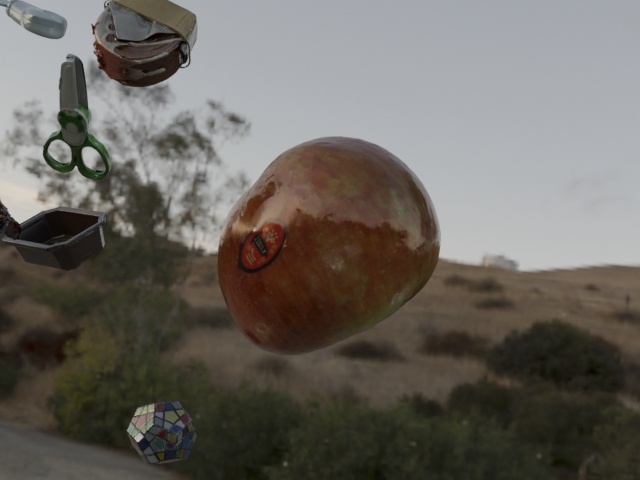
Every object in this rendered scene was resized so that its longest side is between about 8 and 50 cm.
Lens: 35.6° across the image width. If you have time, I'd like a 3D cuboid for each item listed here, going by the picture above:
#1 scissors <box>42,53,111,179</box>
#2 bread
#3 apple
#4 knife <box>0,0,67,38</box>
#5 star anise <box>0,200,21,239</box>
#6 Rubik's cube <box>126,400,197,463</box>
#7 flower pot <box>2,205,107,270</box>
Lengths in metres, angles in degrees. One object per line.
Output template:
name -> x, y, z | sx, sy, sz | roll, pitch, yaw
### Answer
scissors -> -0.344, -0.172, 1.401 | 0.101, 0.027, 0.204 | 12, -46, 1
bread -> -0.391, -0.439, 2.193 | 0.224, 0.212, 0.142 | 27, -27, 11
apple -> 0.000, 0.000, 1.312 | 0.309, 0.250, 0.277 | -28, 5, 11
knife -> -0.565, -0.422, 1.768 | 0.331, 0.044, 0.080 | 29, 20, 35
star anise -> -0.698, -0.072, 2.114 | 0.053, 0.157, 0.212 | -30, 0, -2
Rubik's cube -> -0.252, 0.307, 1.585 | 0.093, 0.111, 0.111 | -32, 9, -24
flower pot -> -0.601, 0.002, 2.300 | 0.251, 0.084, 0.179 | 9, 34, 41
